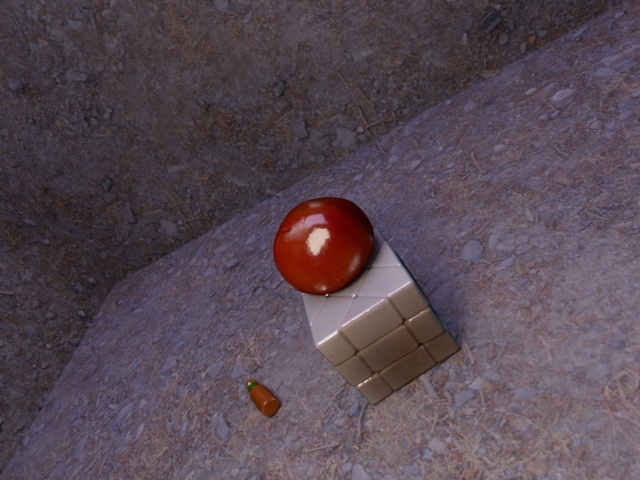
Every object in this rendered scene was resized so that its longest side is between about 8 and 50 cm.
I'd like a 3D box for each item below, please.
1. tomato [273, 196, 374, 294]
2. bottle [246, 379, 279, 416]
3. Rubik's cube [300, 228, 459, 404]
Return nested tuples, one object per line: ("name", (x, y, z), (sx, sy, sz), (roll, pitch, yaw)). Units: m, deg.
("tomato", (0.000, 0.000, 1.322), (0.298, 0.226, 0.299), (-31, 29, 20))
("bottle", (-0.209, 0.536, 1.611), (0.069, 0.069, 0.187), (-46, 29, -14))
("Rubik's cube", (0.161, 0.220, 1.383), (0.318, 0.316, 0.322), (-34, 31, 7))
